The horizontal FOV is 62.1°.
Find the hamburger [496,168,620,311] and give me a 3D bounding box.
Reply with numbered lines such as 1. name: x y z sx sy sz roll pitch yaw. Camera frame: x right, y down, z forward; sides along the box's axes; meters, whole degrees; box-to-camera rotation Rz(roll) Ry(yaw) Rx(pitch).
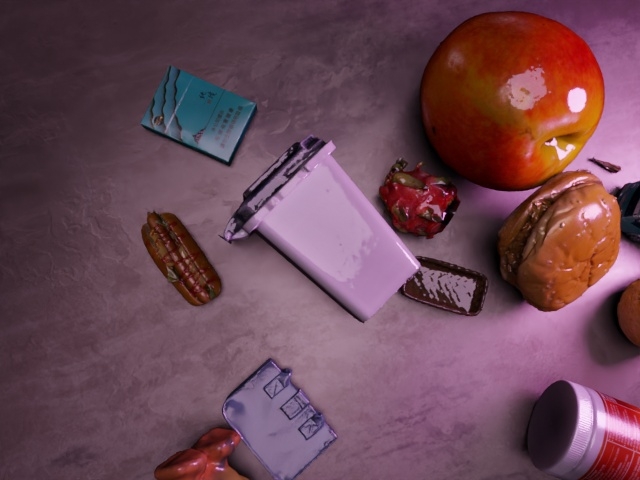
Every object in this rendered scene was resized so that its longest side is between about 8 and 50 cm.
1. hamburger: 0.523 -0.002 1.142 0.319 0.318 0.158 -39 45 -6

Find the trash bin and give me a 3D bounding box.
1. trash bin: 0.000 0.000 1.147 0.296 0.256 0.367 -45 95 -8

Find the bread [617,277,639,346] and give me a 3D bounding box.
1. bread: 0.780 0.164 1.186 0.197 0.170 0.197 0 93 5

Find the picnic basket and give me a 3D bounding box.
1. picnic basket: 0.283 0.105 1.228 0.193 0.055 0.110 17 82 0

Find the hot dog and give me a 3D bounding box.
1. hot dog: -0.322 0.037 1.202 0.104 0.076 0.250 -33 88 -5

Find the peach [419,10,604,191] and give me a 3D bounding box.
1. peach: 0.389 -0.301 1.135 0.388 0.388 0.388 0 83 -2

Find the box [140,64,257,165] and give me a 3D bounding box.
1. box: -0.286 -0.295 1.259 0.226 0.042 0.160 24 82 0

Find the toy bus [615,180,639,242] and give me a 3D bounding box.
1. toy bus: 0.820 -0.036 1.223 0.256 0.147 0.128 31 81 1

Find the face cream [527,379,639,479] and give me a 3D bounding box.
1. face cream: 0.575 0.423 1.128 0.187 0.201 0.201 21 83 1

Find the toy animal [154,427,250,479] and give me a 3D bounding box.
1. toy animal: -0.239 0.581 1.086 0.191 0.216 0.338 -14 89 32

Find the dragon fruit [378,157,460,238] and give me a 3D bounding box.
1. dragon fruit: 0.220 -0.099 1.203 0.172 0.160 0.166 30 125 5

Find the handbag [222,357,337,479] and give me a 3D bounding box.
1. handbag: -0.090 0.394 1.178 0.179 0.062 0.229 -42 86 -9

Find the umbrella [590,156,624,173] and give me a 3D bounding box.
1. umbrella: 0.700 -0.184 1.296 0.083 0.031 0.020 28 115 3
